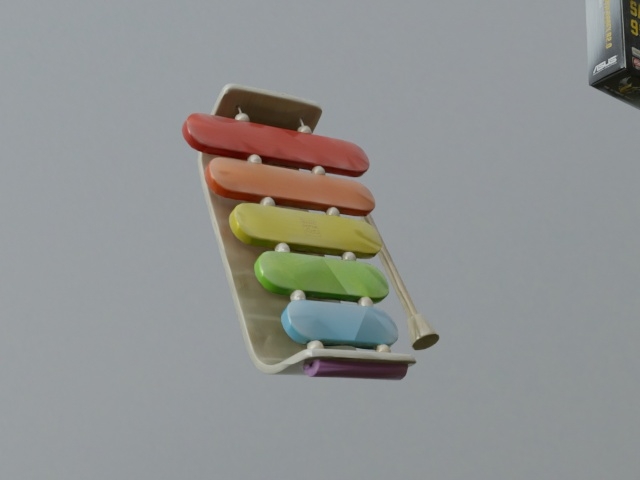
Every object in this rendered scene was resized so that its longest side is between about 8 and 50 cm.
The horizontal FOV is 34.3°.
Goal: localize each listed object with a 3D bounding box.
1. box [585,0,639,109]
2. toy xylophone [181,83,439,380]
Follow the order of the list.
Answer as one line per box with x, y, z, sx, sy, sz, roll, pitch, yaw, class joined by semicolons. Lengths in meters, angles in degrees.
0.417;-0.235;1.248;0.231;0.183;0.056;19;-26;-31;box
0.000;0.000;0.962;0.236;0.322;0.081;-1;-36;-40;toy xylophone
